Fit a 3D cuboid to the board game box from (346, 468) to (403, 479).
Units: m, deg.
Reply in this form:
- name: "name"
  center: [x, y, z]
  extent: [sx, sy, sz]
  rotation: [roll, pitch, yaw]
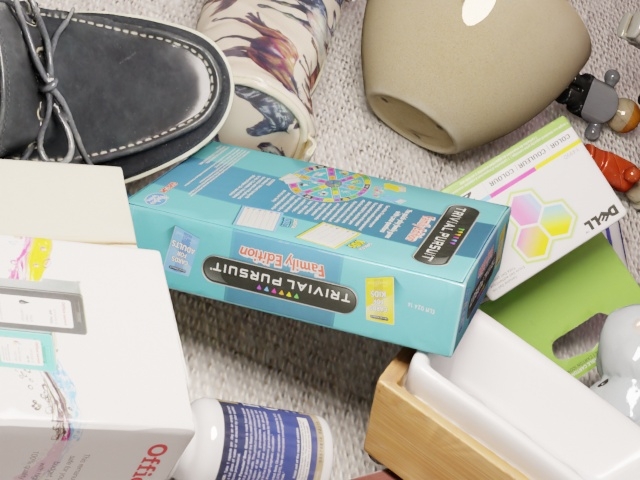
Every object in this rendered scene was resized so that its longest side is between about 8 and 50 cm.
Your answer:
- name: "board game box"
  center: [0.136, 0.267, 1.447]
  extent: [0.145, 0.027, 0.281]
  rotation: [44, 25, 25]

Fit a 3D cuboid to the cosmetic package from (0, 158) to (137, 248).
- name: "cosmetic package"
  center: [-0.338, 0.011, 1.366]
  extent: [0.309, 0.160, 0.113]
  rotation: [1, 53, -25]

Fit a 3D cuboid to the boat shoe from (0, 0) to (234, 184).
- name: "boat shoe"
  center: [-0.297, -0.140, 1.428]
  extent: [0.500, 0.156, 0.187]
  rotation: [-2, 85, -30]

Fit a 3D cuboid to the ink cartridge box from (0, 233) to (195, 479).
- name: "ink cartridge box"
  center: [-0.274, 0.128, 1.276]
  extent: [0.270, 0.198, 0.197]
  rotation: [7, 47, -27]

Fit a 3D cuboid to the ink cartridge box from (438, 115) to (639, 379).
- name: "ink cartridge box"
  center: [0.252, 0.023, 1.664]
  extent: [0.188, 0.097, 0.255]
  rotation: [-32, 85, -12]

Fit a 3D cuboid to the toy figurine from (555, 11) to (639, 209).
- name: "toy figurine"
  center: [0.425, -0.171, 1.971]
  extent: [0.148, 0.213, 0.209]
  rotation: [22, 40, -25]

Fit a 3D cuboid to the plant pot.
- name: "plant pot"
  center: [0.160, -0.218, 1.844]
  extent: [0.284, 0.284, 0.191]
  rotation: [32, 78, -1]

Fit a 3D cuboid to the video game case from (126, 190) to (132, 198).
- name: "video game case"
  center: [-0.252, -0.012, 1.556]
  extent: [0.119, 0.015, 0.166]
  rotation: [45, 43, 13]

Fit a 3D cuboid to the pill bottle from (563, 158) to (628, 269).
- name: "pill bottle"
  center: [0.304, -0.016, 1.823]
  extent: [0.112, 0.112, 0.187]
  rotation: [17, 44, -17]

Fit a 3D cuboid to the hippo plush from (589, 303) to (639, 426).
- name: "hippo plush"
  center: [0.397, 0.188, 1.664]
  extent: [0.236, 0.234, 0.294]
  rotation: [10, 87, 1]

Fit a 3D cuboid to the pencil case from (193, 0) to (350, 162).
- name: "pencil case"
  center: [-0.055, -0.241, 1.781]
  extent: [0.183, 0.160, 0.410]
  rotation: [13, 44, 0]

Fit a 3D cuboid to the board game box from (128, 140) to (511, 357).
- name: "board game box"
  center: [0.000, 0.000, 1.506]
  extent: [0.336, 0.079, 0.254]
  rotation: [14, 21, 13]

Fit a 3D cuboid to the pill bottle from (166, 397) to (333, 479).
- name: "pill bottle"
  center: [-0.081, 0.197, 1.405]
  extent: [0.169, 0.094, 0.094]
  rotation: [12, 46, -22]

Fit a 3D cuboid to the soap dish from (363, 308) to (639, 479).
- name: "soap dish"
  center: [0.189, 0.200, 1.459]
  extent: [0.291, 0.118, 0.229]
  rotation: [35, 22, 6]
